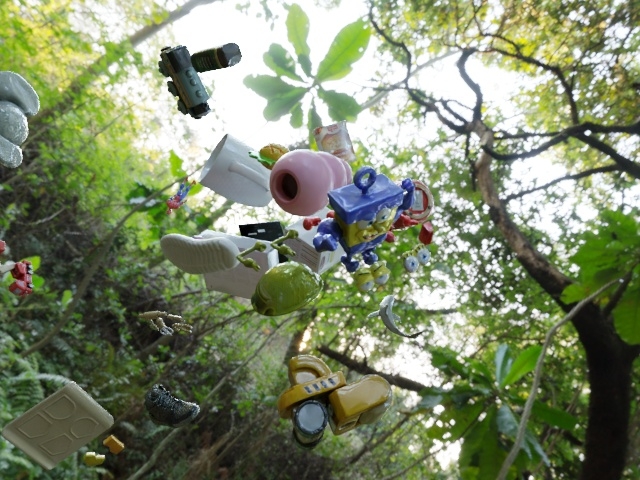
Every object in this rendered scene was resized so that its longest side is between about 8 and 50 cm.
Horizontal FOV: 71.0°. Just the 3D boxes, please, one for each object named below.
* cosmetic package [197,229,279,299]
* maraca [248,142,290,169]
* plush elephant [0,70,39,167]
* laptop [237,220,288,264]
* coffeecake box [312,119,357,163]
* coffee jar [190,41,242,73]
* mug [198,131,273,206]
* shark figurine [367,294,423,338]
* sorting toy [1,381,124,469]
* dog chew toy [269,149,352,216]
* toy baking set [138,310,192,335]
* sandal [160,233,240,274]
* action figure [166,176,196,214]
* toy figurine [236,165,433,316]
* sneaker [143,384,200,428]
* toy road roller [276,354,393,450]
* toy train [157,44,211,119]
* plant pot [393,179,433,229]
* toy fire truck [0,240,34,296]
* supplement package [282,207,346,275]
[{"bbox_3d":[-0.366,0.121,2.030,0.378,0.097,0.284,11,-58,22],"label":"cosmetic package"},{"bbox_3d":[-0.177,-0.301,1.623,0.127,0.186,0.099,30,-64,27],"label":"maraca"},{"bbox_3d":[-0.872,-0.310,1.131,0.330,0.271,0.255,-17,-39,34],"label":"plush elephant"},{"bbox_3d":[-0.293,0.050,2.288,0.136,0.235,0.264,-51,-126,50],"label":"laptop"},{"bbox_3d":[0.063,-0.418,1.979,0.068,0.143,0.185,4,-67,71],"label":"coffeecake box"},{"bbox_3d":[-0.367,-0.647,1.591,0.185,0.096,0.079,7,-50,38],"label":"coffee jar"},{"bbox_3d":[-0.348,-0.301,2.089,0.328,0.276,0.374,30,-4,-24],"label":"mug"},{"bbox_3d":[0.318,0.338,1.982,0.278,0.167,0.116,-123,-155,-46],"label":"shark figurine"},{"bbox_3d":[-0.779,0.604,1.404,0.041,0.229,0.307,31,-27,58],"label":"sorting toy"},{"bbox_3d":[-0.011,-0.194,1.449,0.207,0.332,0.206,10,-72,32],"label":"dog chew toy"},{"bbox_3d":[-0.643,0.345,1.839,0.257,0.030,0.196,-7,-39,28],"label":"toy baking set"},{"bbox_3d":[-0.442,0.044,1.697,0.417,0.102,0.169,5,-61,35],"label":"sandal"},{"bbox_3d":[-0.364,-0.112,1.161,0.038,0.115,0.030,26,-32,0],"label":"action figure"},{"bbox_3d":[0.032,-0.041,0.756,0.191,0.363,0.217,57,-22,36],"label":"toy figurine"},{"bbox_3d":[-0.512,0.554,1.508,0.228,0.087,0.130,-11,-66,35],"label":"sneaker"},{"bbox_3d":[0.028,0.459,1.363,0.202,0.330,0.240,98,-27,-53],"label":"toy road roller"},{"bbox_3d":[-0.590,-0.689,1.965,0.190,0.142,0.333,16,-46,55],"label":"toy train"},{"bbox_3d":[0.318,-0.138,1.717,0.191,0.191,0.174,50,-17,-8],"label":"plant pot"},{"bbox_3d":[-1.101,0.102,1.597,0.135,0.047,0.192,38,22,-54],"label":"toy fire truck"},{"bbox_3d":[0.000,0.000,1.925,0.204,0.262,0.145,34,-46,25],"label":"supplement package"}]
